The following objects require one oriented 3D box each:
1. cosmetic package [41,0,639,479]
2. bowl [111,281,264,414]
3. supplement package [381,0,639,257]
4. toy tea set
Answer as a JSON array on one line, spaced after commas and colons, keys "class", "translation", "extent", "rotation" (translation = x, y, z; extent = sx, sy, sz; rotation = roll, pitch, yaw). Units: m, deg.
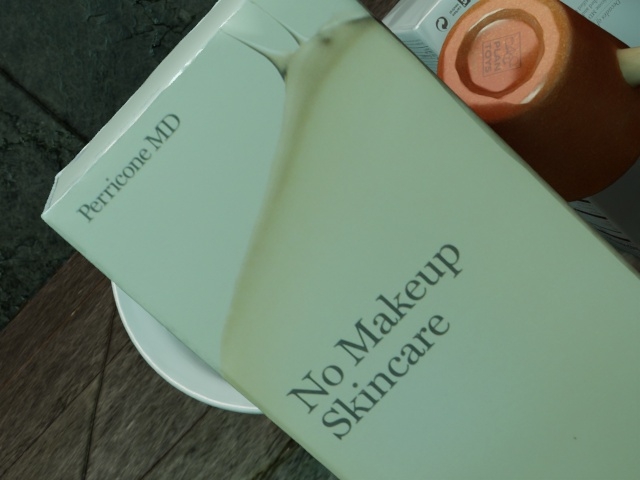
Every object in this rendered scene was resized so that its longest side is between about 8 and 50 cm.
[{"class": "cosmetic package", "translation": [0.043, 0.026, 0.651], "extent": [0.160, 0.309, 0.113], "rotation": [-48, 14, 5]}, {"class": "bowl", "translation": [0.000, 0.000, 1.082], "extent": [0.298, 0.298, 0.134], "rotation": [-48, -30, 1]}, {"class": "supplement package", "translation": [0.177, -0.129, 0.866], "extent": [0.194, 0.203, 0.149], "rotation": [-47, 11, 1]}, {"class": "toy tea set", "translation": [0.209, -0.085, 0.681], "extent": [0.336, 0.124, 0.200], "rotation": [27, 88, 39]}]
